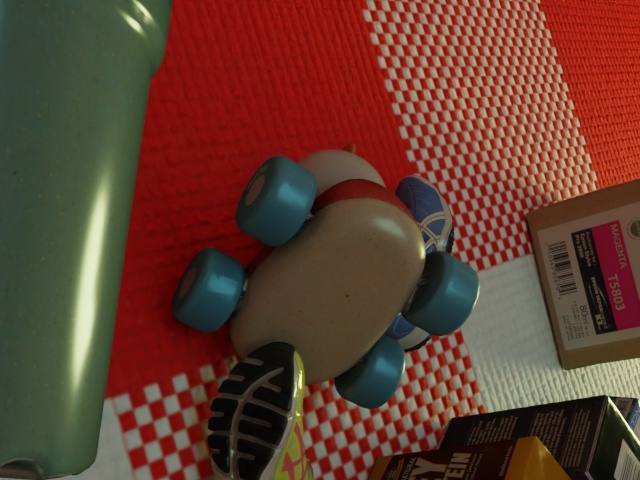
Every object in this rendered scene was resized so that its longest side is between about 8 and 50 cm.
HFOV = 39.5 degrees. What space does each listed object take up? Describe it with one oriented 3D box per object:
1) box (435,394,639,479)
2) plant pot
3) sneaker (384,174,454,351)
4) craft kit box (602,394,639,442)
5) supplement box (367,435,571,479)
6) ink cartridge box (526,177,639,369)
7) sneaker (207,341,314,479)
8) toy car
[{"bbox_3d":[0.242,0.267,0.960,0.153,0.207,0.108,51,44,-18],"label":"box"},{"bbox_3d":[-0.246,-0.039,0.503,0.341,0.341,0.334,10,77,-44],"label":"plant pot"},{"bbox_3d":[0.094,0.014,0.995,0.081,0.080,0.211,32,53,-39],"label":"sneaker"},{"bbox_3d":[0.370,0.368,1.115,0.250,0.061,0.246,-51,122,-36],"label":"craft kit box"},{"bbox_3d":[0.160,0.309,0.867,0.191,0.194,0.129,50,45,-21],"label":"supplement box"},{"bbox_3d":[0.409,0.047,1.227,0.088,0.193,0.234,-2,77,-47],"label":"ink cartridge box"},{"bbox_3d":[-0.044,0.191,0.779,0.094,0.081,0.208,9,91,-54],"label":"sneaker"},{"bbox_3d":[0.000,0.000,0.864,0.219,0.210,0.238,29,27,-20],"label":"toy car"}]
